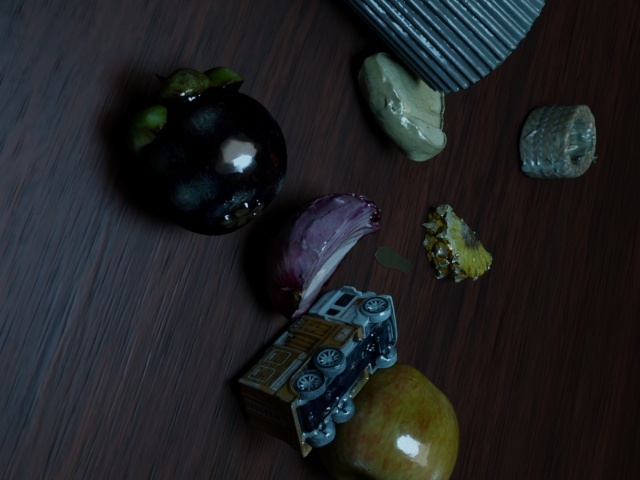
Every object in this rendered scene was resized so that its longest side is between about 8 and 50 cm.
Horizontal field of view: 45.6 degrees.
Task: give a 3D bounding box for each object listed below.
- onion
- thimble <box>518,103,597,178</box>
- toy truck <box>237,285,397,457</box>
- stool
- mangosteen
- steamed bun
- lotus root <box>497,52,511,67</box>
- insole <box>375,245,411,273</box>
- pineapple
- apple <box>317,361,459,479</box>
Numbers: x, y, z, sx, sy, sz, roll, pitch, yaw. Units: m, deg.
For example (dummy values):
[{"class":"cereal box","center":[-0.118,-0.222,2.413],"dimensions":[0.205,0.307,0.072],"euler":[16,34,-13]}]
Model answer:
[{"class":"onion","center":[0.000,0.000,1.315],"dimensions":[0.283,0.120,0.227],"euler":[-38,161,-45]},{"class":"thimble","center":[0.640,-0.266,2.046],"dimensions":[0.229,0.148,0.195],"euler":[-25,111,-48]},{"class":"toy truck","center":[0.002,0.208,1.318],"dimensions":[0.305,0.162,0.136],"euler":[-43,136,-39]},{"class":"stool","center":[0.187,-0.478,1.364],"dimensions":[0.330,0.297,0.297],"euler":[34,66,-26]},{"class":"mangosteen","center":[-0.160,-0.129,1.087],"dimensions":[0.243,0.243,0.242],"euler":[-4,96,-49]},{"class":"steamed bun","center":[0.160,-0.256,1.511],"dimensions":[0.231,0.110,0.212],"euler":[1,69,-46]},{"class":"lotus root","center":[0.274,-0.500,1.624],"dimensions":[0.210,0.142,0.314],"euler":[-25,123,-5]},{"class":"insole","center":[0.155,0.042,1.609],"dimensions":[0.135,0.002,0.045],"euler":[26,74,-48]},{"class":"pineapple","center":[0.302,0.033,1.729],"dimensions":[0.233,0.080,0.135],"euler":[43,52,-35]},{"class":"apple","center":[0.130,0.351,1.408],"dimensions":[0.264,0.264,0.264],"euler":[-4,96,-49]}]
